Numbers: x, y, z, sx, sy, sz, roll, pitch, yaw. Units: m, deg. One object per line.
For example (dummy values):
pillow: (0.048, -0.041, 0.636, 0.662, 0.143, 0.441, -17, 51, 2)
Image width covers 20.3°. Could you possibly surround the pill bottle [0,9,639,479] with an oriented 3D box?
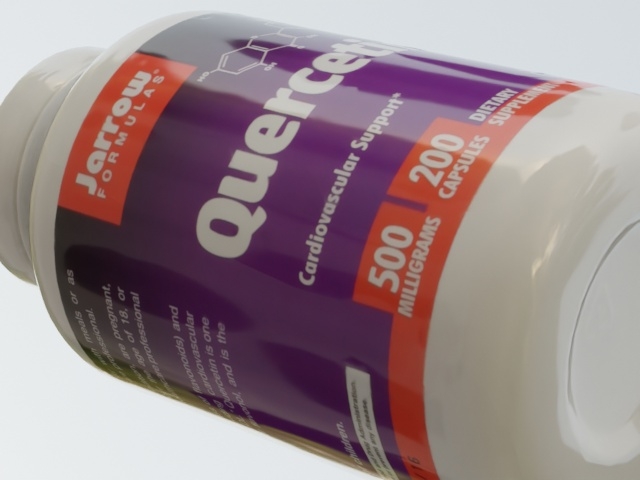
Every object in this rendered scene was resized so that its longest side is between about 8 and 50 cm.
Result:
pill bottle: (0.000, 0.000, 0.781, 0.323, 0.181, 0.181, 16, -51, 37)
